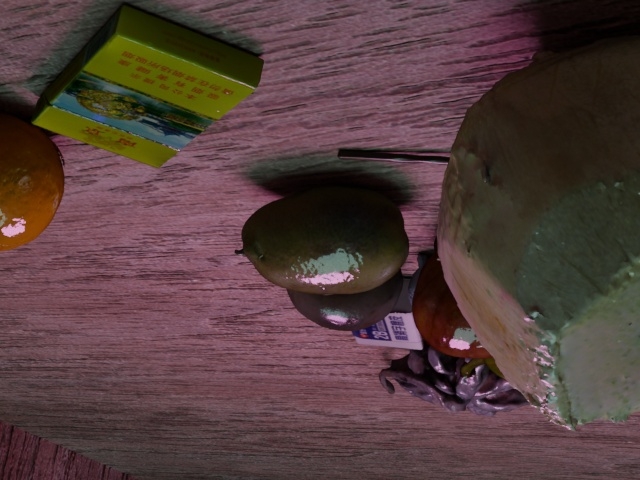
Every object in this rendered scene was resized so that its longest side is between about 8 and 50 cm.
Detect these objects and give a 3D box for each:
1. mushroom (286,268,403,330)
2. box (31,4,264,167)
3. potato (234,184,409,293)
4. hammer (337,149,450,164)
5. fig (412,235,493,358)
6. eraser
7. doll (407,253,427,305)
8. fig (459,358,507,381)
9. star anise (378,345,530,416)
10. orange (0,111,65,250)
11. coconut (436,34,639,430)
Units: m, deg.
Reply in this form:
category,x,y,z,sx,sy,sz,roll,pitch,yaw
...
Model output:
category,x,y,z,sx,sy,sz,roll,pitch,yaw
mushroom,0.035,0.081,2.268,0.188,0.117,0.141,4,151,2
box,-0.225,-0.184,1.816,0.187,0.047,0.335,18,159,-23
potato,0.000,0.000,2.051,0.251,0.159,0.174,-8,129,13
hammer,0.161,-0.103,1.887,0.292,0.029,0.058,4,156,19
fig,0.227,0.073,2.112,0.205,0.205,0.205,9,159,3
eraser,0.109,0.124,2.437,0.125,0.068,0.210,3,159,11
doll,0.198,0.095,2.276,0.075,0.120,0.180,-22,154,23
fig,0.307,0.169,2.371,0.151,0.151,0.259,26,158,-36
star anise,0.260,0.264,2.636,0.316,0.139,0.359,15,160,6
orange,-0.463,-0.082,2.002,0.219,0.193,0.219,-7,164,-2
coconut,0.309,-0.039,1.547,0.405,0.404,0.404,9,159,3
